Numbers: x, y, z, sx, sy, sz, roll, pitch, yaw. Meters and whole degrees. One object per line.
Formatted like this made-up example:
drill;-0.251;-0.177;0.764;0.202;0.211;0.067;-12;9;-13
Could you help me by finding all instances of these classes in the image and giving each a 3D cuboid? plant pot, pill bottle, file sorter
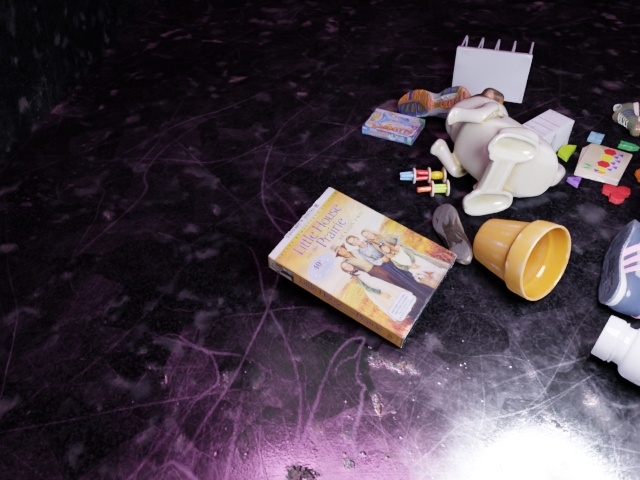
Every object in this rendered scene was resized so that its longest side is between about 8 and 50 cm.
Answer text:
plant pot;0.522;0.029;1.402;0.205;0.205;0.188;-30;34;-23
pill bottle;0.744;0.268;1.175;0.229;0.131;0.131;29;54;29
file sorter;0.688;-0.694;2.096;0.277;0.193;0.173;13;45;17

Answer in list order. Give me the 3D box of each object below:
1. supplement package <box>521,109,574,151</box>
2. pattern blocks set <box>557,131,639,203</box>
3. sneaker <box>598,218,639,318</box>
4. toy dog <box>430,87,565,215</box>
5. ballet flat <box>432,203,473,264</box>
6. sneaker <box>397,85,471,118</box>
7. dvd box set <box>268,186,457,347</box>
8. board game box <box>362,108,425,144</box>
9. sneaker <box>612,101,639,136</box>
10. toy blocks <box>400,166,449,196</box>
supplement package;0.767;-0.359;1.814;0.179;0.105;0.105;-30;50;-22
pattern blocks set;0.939;-0.253;1.750;0.285;0.026;0.324;33;56;31
sneaker;0.834;0.079;1.392;0.131;0.112;0.319;30;55;9
toy dog;0.557;-0.329;1.685;0.394;0.285;0.408;-7;44;-11
ballet flat;0.394;-0.018;1.548;0.084;0.058;0.250;-36;36;19
sneaker;0.439;-0.503;2.001;0.296;0.131;0.112;8;80;37
dvd box set;0.114;0.054;1.425;0.420;0.062;0.308;30;59;18
board game box;0.275;-0.429;1.973;0.201;0.035;0.136;19;49;22
sneaker;1.104;-0.439;1.901;0.086;0.064;0.192;6;45;21
toy blocks;0.339;-0.191;1.719;0.147;0.054;0.123;-2;45;3
